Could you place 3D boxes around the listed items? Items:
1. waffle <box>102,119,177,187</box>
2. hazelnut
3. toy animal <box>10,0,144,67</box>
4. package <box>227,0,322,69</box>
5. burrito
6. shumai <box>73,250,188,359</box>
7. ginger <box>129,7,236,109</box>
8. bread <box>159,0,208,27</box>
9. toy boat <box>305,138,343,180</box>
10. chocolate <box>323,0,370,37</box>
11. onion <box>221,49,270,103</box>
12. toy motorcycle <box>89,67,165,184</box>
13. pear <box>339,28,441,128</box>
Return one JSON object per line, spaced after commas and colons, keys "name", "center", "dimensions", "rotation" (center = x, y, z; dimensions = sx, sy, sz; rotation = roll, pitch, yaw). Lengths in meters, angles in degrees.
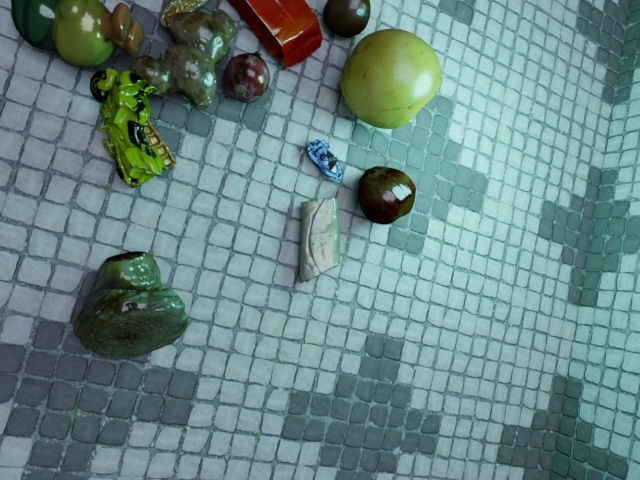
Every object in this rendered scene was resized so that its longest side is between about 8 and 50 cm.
{"name": "waffle", "center": [-0.568, -0.286, 1.574], "dimensions": [0.160, 0.055, 0.211], "rotation": [-37, 104, -20]}
{"name": "hazelnut", "center": [0.236, -0.173, 1.843], "dimensions": [0.217, 0.234, 0.218], "rotation": [3, 104, 10]}
{"name": "toy animal", "center": [-0.684, -0.586, 1.425], "dimensions": [0.337, 0.216, 0.191], "rotation": [14, 91, -1]}
{"name": "package", "center": [-0.174, -0.795, 1.729], "dimensions": [0.196, 0.123, 0.424], "rotation": [-43, 104, -17]}
{"name": "burrito", "center": [-0.004, 0.000, 1.800], "dimensions": [0.143, 0.105, 0.300], "rotation": [0, 90, -15]}
{"name": "shumai", "center": [-0.558, 0.175, 1.527], "dimensions": [0.309, 0.304, 0.264], "rotation": [2, 54, -23]}
{"name": "ginger", "center": [-0.399, -0.578, 1.597], "dimensions": [0.256, 0.176, 0.376], "rotation": [33, 74, -17]}
{"name": "bread", "center": [-0.438, -0.755, 1.645], "dimensions": [0.214, 0.053, 0.073], "rotation": [-47, 125, -20]}
{"name": "toy boat", "center": [0.030, -0.280, 1.816], "dimensions": [0.091, 0.110, 0.175], "rotation": [-45, 108, -18]}
{"name": "chocolate", "center": [0.100, -0.817, 1.824], "dimensions": [0.176, 0.176, 0.177], "rotation": [1, 89, -24]}
{"name": "onion", "center": [-0.232, -0.551, 1.687], "dimensions": [0.159, 0.159, 0.195], "rotation": [32, 58, -20]}
{"name": "toy motorcycle", "center": [-0.541, -0.339, 1.474], "dimensions": [0.142, 0.205, 0.343], "rotation": [-21, 96, -57]}
{"name": "pear", "center": [0.240, -0.562, 1.792], "dimensions": [0.347, 0.348, 0.349], "rotation": [1, 89, -24]}
